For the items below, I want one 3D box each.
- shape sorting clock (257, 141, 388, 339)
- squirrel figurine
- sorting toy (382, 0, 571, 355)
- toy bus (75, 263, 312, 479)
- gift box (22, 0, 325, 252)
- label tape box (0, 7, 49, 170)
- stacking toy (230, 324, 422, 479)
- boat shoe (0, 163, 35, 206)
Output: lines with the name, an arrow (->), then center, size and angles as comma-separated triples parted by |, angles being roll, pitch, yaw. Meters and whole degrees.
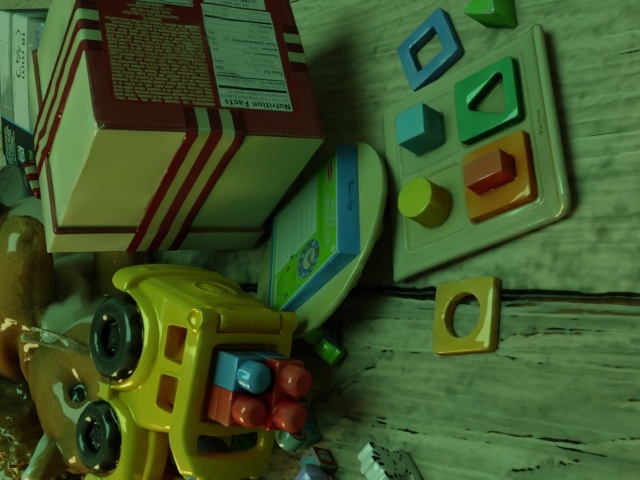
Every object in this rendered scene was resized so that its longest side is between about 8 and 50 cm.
shape sorting clock -> 0.000, 0.000, 0.932 | 0.206, 0.040, 0.206 | -48, 29, 38
squirrel figurine -> -0.292, 0.148, 1.109 | 0.370, 0.281, 0.397 | 49, 127, 37
sorting toy -> 0.117, -0.074, 0.830 | 0.196, 0.047, 0.347 | -27, 55, 41
toy bus -> -0.099, 0.148, 0.863 | 0.211, 0.149, 0.220 | 16, 97, 46
gift box -> -0.157, -0.144, 0.993 | 0.258, 0.255, 0.276 | 129, 138, -51
label tape box -> -0.350, -0.190, 1.340 | 0.334, 0.106, 0.240 | 26, 118, 53
stacking toy -> -0.015, 0.196, 0.868 | 0.167, 0.052, 0.221 | -54, 40, 20
boat shoe -> -0.428, -0.027, 1.346 | 0.123, 0.116, 0.324 | -56, 24, -12
